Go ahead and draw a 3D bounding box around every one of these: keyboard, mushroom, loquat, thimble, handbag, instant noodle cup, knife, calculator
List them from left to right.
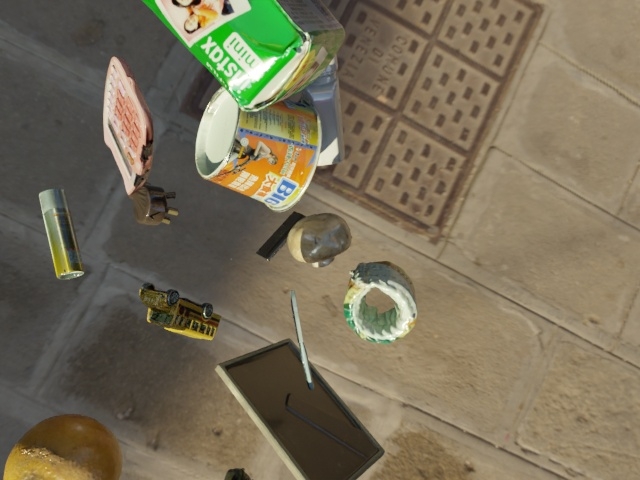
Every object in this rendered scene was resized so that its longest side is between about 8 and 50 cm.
[{"bbox_3d":[-0.623,0.557,1.289,0.262,0.263,0.263,0,88,-10],"label":"loquat"},{"bbox_3d":[-0.425,-0.250,1.172,0.048,0.330,0.220,-19,76,-30],"label":"calculator"},{"bbox_3d":[-0.184,0.541,1.175,0.047,0.111,0.072,21,56,-18],"label":"handbag"},{"bbox_3d":[-0.163,-0.231,1.290,0.213,0.296,0.297,12,86,-36],"label":"instant noodle cup"},{"bbox_3d":[-0.122,-0.015,1.675,0.060,0.018,0.195,28,66,34],"label":"keyboard"},{"bbox_3d":[-0.035,0.192,0.993,0.015,0.028,0.210,-7,111,8],"label":"knife"},{"bbox_3d":[0.000,0.000,1.309,0.166,0.166,0.127,-26,111,-10],"label":"mushroom"},{"bbox_3d":[0.208,0.216,1.871,0.254,0.167,0.288,-24,110,17],"label":"thimble"}]

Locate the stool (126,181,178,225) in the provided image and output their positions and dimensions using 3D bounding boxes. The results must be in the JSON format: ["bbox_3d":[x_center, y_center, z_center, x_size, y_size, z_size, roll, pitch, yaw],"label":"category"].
[{"bbox_3d":[-0.547,-0.127,1.707,0.121,0.217,0.125,1,124,-43],"label":"stool"}]

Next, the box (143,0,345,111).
[{"bbox_3d":[-0.095,-0.257,0.533,0.103,0.180,0.250,-37,97,27],"label":"box"}]

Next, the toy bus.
[{"bbox_3d":[-0.458,0.239,1.724,0.121,0.335,0.123,9,74,23],"label":"toy bus"}]

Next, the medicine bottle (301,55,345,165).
[{"bbox_3d":[0.005,-0.368,1.460,0.111,0.161,0.296,-9,123,0],"label":"medicine bottle"}]

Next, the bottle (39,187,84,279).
[{"bbox_3d":[-0.825,-0.023,1.682,0.082,0.082,0.286,-16,80,-10],"label":"bottle"}]

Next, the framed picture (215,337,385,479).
[{"bbox_3d":[-0.034,0.340,1.046,0.324,0.240,0.020,46,115,20],"label":"framed picture"}]
